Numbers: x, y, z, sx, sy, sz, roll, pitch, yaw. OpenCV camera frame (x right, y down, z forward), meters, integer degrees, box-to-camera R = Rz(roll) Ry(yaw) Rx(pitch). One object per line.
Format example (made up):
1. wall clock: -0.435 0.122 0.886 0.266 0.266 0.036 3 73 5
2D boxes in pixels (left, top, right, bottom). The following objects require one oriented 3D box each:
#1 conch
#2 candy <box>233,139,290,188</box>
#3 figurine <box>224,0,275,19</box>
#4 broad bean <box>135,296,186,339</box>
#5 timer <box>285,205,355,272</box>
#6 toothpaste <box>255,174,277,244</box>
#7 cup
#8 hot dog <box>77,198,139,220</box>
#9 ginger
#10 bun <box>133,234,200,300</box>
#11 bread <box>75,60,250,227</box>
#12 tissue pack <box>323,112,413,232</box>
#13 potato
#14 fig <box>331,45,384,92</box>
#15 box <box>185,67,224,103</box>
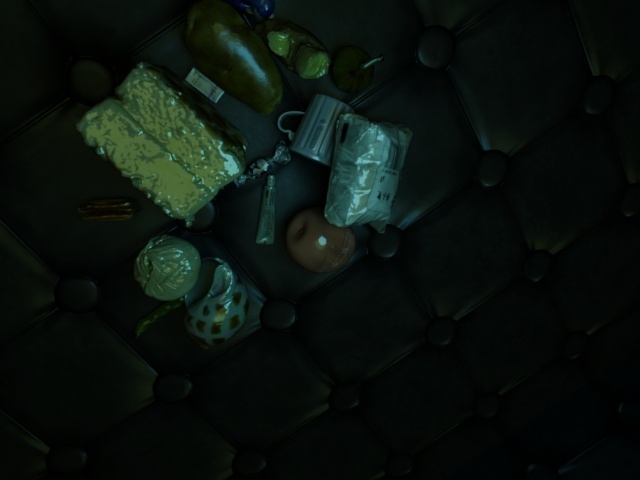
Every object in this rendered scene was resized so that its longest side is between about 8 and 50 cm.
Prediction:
1. conch: -0.373 0.235 1.444 0.368 0.249 0.197 -52 154 11
2. candy: -0.202 -0.257 1.404 0.226 0.051 0.094 -33 100 -2
3. figurine: -0.225 -0.765 1.201 0.262 0.121 0.164 33 94 -21
4. broad bean: -0.571 0.262 1.485 0.256 0.052 0.052 -36 148 1
5. timer: 0.000 0.000 1.423 0.215 0.229 0.229 29 100 -39
6. toothpaste: -0.186 -0.106 1.458 0.067 0.037 0.255 1 110 -18
7. cup: -0.014 -0.365 1.344 0.221 0.167 0.201 20 99 -26
8. hot dog: -0.683 -0.102 1.346 0.189 0.055 0.072 -2 110 -11
9. ginger: -0.082 -0.595 1.258 0.270 0.219 0.123 47 121 10
10. bun: -0.518 0.087 1.370 0.230 0.145 0.229 -4 80 24
11. bread: -0.411 -0.277 1.179 0.279 0.390 0.371 -43 109 8
12. tissue pack: 0.174 -0.213 1.353 0.376 0.195 0.389 -2 107 -56
13. potato: -0.255 -0.539 1.240 0.195 0.176 0.369 -42 116 6
14. fig: 0.109 -0.534 1.310 0.148 0.186 0.142 1 123 -4
15. box: -0.363 -0.486 1.303 0.117 0.036 0.050 34 97 -19
